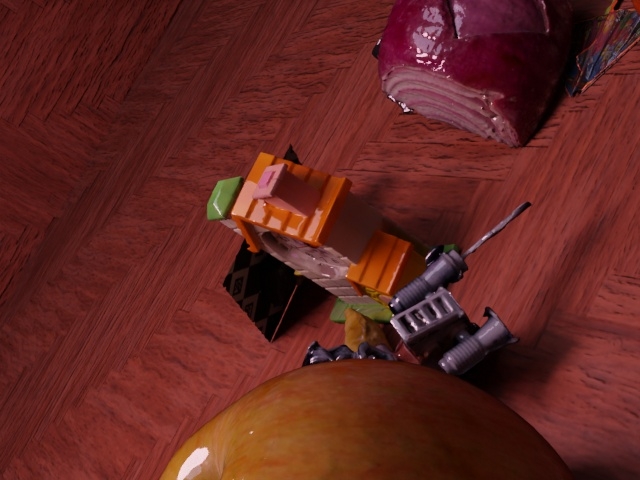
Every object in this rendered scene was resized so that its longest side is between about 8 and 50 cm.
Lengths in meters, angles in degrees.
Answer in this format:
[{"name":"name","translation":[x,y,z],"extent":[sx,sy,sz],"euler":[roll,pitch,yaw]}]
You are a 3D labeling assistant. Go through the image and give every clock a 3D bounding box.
[{"name":"clock","translation":[0.000,0.000,1.428],"extent":[0.220,0.255,0.106],"euler":[-7,54,59]}]

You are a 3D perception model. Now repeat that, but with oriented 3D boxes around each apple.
[{"name":"apple","translation":[0.023,0.287,0.958],"extent":[0.391,0.346,0.391],"euler":[-41,32,32]}]

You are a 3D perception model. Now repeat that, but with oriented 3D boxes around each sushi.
[{"name":"sushi","translation":[-0.037,0.016,1.602],"extent":[0.047,0.231,0.219],"euler":[18,72,21]}]

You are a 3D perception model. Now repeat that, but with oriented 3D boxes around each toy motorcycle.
[{"name":"toy motorcycle","translation":[0.091,0.121,1.188],"extent":[0.401,0.207,0.134],"euler":[-37,57,0]}]

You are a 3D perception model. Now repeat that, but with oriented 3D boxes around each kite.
[{"name":"kite","translation":[0.335,-0.252,1.409],"extent":[0.183,0.014,0.241],"euler":[-61,25,-10]}]

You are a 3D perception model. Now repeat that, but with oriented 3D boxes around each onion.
[{"name":"onion","translation":[0.182,-0.266,1.423],"extent":[0.250,0.111,0.247],"euler":[23,95,30]}]

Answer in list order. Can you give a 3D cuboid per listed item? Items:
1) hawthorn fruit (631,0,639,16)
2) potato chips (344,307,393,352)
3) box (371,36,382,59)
[{"name":"hawthorn fruit","translation":[0.380,-0.307,1.144],"extent":[0.196,0.225,0.196],"euler":[-35,32,25]},{"name":"potato chips","translation":[0.032,0.250,1.316],"extent":[0.080,0.057,0.407],"euler":[-26,40,45]},{"name":"box","translation":[0.216,-0.374,1.597],"extent":[0.350,0.058,0.211],"euler":[-51,-7,15]}]
